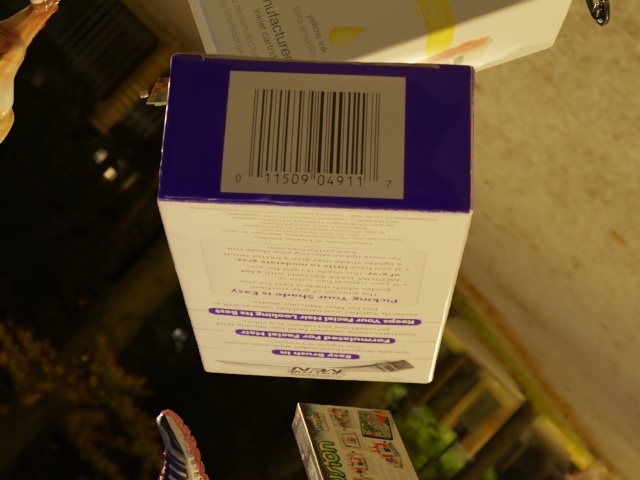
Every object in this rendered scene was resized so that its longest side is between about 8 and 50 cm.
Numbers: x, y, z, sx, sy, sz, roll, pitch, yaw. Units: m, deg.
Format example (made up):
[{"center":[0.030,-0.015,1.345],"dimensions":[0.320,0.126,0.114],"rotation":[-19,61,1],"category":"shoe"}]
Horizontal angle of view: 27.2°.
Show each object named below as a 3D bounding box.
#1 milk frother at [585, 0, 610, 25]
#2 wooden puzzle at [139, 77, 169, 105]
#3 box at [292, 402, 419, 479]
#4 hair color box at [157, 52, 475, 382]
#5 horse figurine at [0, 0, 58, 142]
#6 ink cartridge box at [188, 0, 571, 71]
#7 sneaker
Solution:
[{"center":[0.407,-0.371,1.787],"dimensions":[0.143,0.134,0.129],"rotation":[67,-169,12],"category":"milk frother"},{"center":[-0.184,-0.185,1.635],"dimensions":[0.083,0.049,0.006],"rotation":[0,134,19],"category":"wooden puzzle"},{"center":[0.044,0.251,1.437],"dimensions":[0.114,0.036,0.207],"rotation":[7,-155,-15],"category":"box"},{"center":[0.000,0.000,0.916],"dimensions":[0.185,0.110,0.339],"rotation":[3,156,1],"category":"hair color box"},{"center":[-0.357,-0.148,1.376],"dimensions":[0.066,0.263,0.174],"rotation":[25,-155,8],"category":"horse figurine"},{"center":[0.046,-0.306,1.447],"dimensions":[0.160,0.384,0.279],"rotation":[94,157,-75],"category":"ink cartridge box"},{"center":[-0.185,0.301,1.679],"dimensions":[0.063,0.074,0.170],"rotation":[-106,-3,-82],"category":"sneaker"}]
